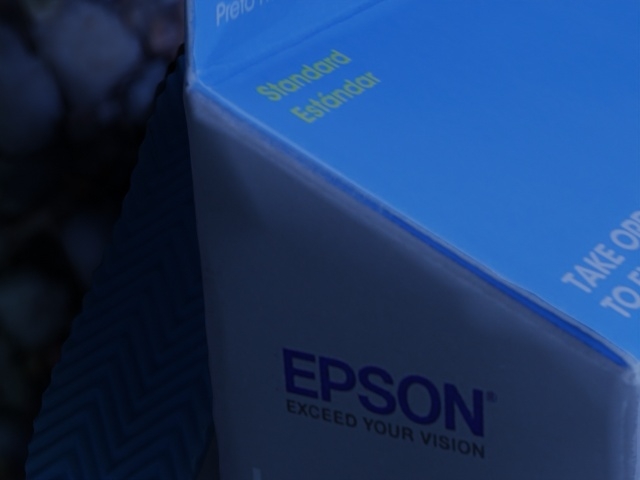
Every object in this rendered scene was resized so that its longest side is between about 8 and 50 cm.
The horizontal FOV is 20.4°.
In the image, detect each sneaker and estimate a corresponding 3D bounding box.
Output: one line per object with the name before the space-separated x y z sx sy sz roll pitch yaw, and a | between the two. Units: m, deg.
sneaker | 0.000 0.000 0.516 0.092 0.087 0.228 40 71 -44

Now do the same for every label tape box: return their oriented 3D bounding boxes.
label tape box | 0.086 0.027 0.476 0.249 0.115 0.347 -34 129 -50
